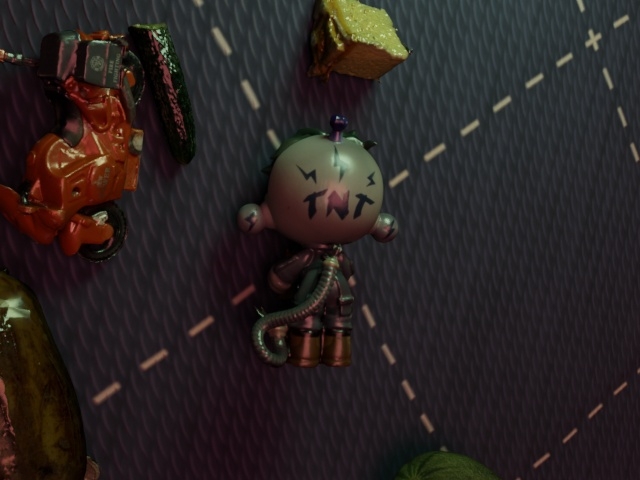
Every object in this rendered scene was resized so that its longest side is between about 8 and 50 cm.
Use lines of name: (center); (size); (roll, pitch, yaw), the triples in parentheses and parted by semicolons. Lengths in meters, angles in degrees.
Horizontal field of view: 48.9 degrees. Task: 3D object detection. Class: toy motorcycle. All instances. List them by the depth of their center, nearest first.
toy motorcycle: (-0.347, -0.130, 0.957); (0.221, 0.147, 0.326); (2, 99, -48)

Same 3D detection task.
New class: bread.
bread: (0.059, -0.337, 1.145); (0.147, 0.127, 0.152); (4, 78, -26)

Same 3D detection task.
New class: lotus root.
lotus root: (-0.421, 0.226, 0.930); (0.179, 0.195, 0.398); (-20, 102, -51)

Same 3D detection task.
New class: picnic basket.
picnic basket: (-0.361, 0.341, 1.036); (0.065, 0.083, 0.083); (-46, 116, -19)

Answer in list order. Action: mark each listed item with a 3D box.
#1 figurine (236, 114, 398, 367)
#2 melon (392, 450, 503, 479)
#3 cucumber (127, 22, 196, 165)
figurine: (0.003, 0.000, 1.115); (0.261, 0.186, 0.382); (3, 91, -32)
melon: (0.249, 0.518, 1.268); (0.237, 0.237, 0.302); (-47, 111, -13)
cucumber: (-0.225, -0.216, 1.045); (0.058, 0.052, 0.215); (-13, 105, 6)
